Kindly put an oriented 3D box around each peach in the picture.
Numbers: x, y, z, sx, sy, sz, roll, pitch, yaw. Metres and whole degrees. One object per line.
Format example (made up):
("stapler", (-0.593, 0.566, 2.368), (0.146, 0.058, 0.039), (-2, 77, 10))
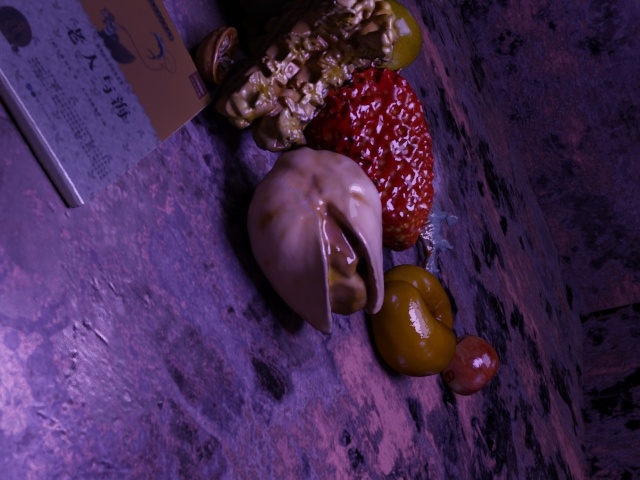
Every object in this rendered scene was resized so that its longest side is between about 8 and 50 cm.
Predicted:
("peach", (0.199, 0.169, 1.630), (0.251, 0.153, 0.251), (-15, 90, -71))

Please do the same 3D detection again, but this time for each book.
("book", (-0.295, -0.241, 1.035), (0.269, 0.032, 0.389), (63, 29, -21))

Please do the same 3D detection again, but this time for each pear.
("pear", (0.156, -0.513, 1.911), (0.198, 0.198, 0.198), (40, 41, -48))

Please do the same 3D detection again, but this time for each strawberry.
("strawberry", (0.091, -0.158, 1.438), (0.292, 0.292, 0.343), (29, 38, -55))

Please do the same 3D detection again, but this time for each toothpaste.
("toothpaste", (-0.107, -0.342, 1.452), (0.043, 0.037, 0.178), (3, 72, -67))

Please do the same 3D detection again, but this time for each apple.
("apple", (0.369, 0.305, 1.885), (0.131, 0.146, 0.146), (53, 24, 11))

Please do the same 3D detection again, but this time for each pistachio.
("pistachio", (0.000, 0.000, 1.265), (0.238, 0.229, 0.321), (-130, -159, -68))

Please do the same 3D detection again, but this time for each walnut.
("walnut", (-0.179, -0.315, 1.270), (0.121, 0.052, 0.091), (-69, 172, -49))

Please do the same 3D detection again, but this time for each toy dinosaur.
("toy dinosaur", (0.298, -0.059, 2.028), (0.205, 0.092, 0.393), (20, 60, -53))

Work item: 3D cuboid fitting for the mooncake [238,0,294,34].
("mooncake", (-0.033, -0.537, 1.480), (0.378, 0.201, 0.378), (48, 28, -36))

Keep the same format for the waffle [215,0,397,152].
("waffle", (-0.022, -0.300, 1.269), (0.151, 0.324, 0.261), (45, 12, -25))
